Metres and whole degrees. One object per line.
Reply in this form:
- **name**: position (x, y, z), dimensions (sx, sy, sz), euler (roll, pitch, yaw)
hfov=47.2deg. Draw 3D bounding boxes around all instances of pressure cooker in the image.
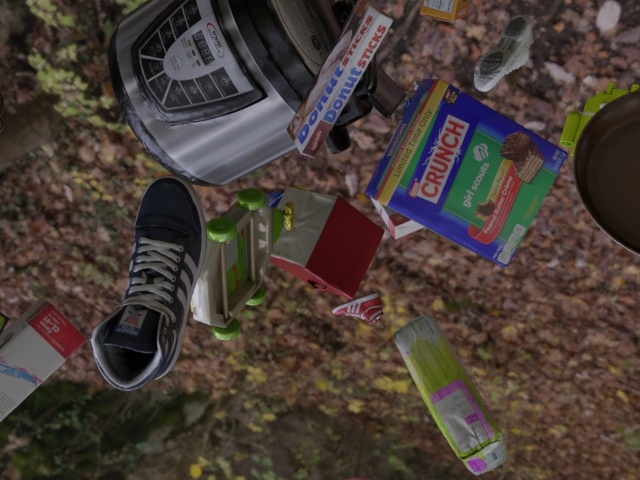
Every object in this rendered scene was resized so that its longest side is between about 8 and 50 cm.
- **pressure cooker**: position (-0.114, -0.333, 1.297), dimensions (0.420, 0.376, 0.370), euler (-23, 139, 24)

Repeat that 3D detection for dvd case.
- **dvd case**: position (0.158, -0.446, 2.102), dimensions (0.180, 0.253, 0.022), euler (44, 119, -5)

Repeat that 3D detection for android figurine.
- **android figurine**: position (0.776, -0.291, 1.957), dimensions (0.248, 0.273, 0.056), euler (18, 180, 37)

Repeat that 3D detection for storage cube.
- **storage cube**: position (0.000, 0.000, 1.739), dimensions (0.183, 0.215, 0.193), euler (17, 168, 45)

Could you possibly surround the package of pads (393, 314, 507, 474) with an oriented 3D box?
- **package of pads**: position (0.264, 0.314, 1.487), dimensions (0.296, 0.101, 0.229), euler (62, -177, 30)

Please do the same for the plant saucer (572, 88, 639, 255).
- **plant saucer**: position (0.533, -0.091, 1.087), dimensions (0.310, 0.311, 0.050), euler (27, 161, 20)

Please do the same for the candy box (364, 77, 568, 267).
- **candy box**: position (0.291, -0.136, 1.478), dimensions (0.317, 0.268, 0.122), euler (26, -176, -13)

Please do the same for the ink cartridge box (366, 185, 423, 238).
- **ink cartridge box**: position (0.211, -0.114, 2.012), dimensions (0.067, 0.115, 0.198), euler (78, 166, -56)

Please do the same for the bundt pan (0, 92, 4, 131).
- **bundt pan**: position (-0.783, -0.280, 1.402), dimensions (0.331, 0.331, 0.124), euler (38, 153, -9)

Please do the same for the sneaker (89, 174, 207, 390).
- **sneaker**: position (-0.217, 0.055, 0.938), dimensions (0.099, 0.282, 0.153), euler (9, -177, 4)

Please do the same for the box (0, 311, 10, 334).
- **box**: position (-0.562, 0.204, 1.109), dimensions (0.114, 0.207, 0.036), euler (-21, 128, 35)

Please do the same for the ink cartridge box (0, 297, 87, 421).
- **ink cartridge box**: position (-0.734, 0.291, 1.764), dimensions (0.131, 0.306, 0.226), euler (53, 158, -18)

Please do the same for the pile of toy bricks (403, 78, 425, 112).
- **pile of toy bricks**: position (0.258, -0.250, 1.646), dimensions (0.105, 0.212, 0.118), euler (6, 147, -16)

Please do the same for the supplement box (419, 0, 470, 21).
- **supplement box**: position (0.242, -0.517, 1.306), dimensions (0.080, 0.078, 0.233), euler (26, 128, 23)

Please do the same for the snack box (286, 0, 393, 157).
- **snack box**: position (0.019, -0.185, 0.834), dimensions (0.022, 0.178, 0.064), euler (17, -154, -31)

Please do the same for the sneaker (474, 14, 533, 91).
- **sneaker**: position (0.510, -0.487, 1.983), dimensions (0.090, 0.232, 0.115), euler (38, -179, 44)

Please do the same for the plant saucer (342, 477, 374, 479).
- **plant saucer**: position (0.099, 0.695, 1.604), dimensions (0.084, 0.332, 0.332), euler (17, 173, -35)

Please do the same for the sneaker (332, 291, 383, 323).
- **sneaker**: position (0.086, 0.164, 1.648), dimensions (0.042, 0.118, 0.067), euler (-11, -100, -67)

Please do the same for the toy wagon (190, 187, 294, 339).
- **toy wagon**: position (-0.153, 0.026, 1.489), dimensions (0.068, 0.344, 0.267), euler (16, 128, 17)

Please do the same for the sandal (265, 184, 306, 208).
- **sandal**: position (-0.120, -0.074, 2.221), dimensions (0.317, 0.138, 0.126), euler (108, 150, -65)
